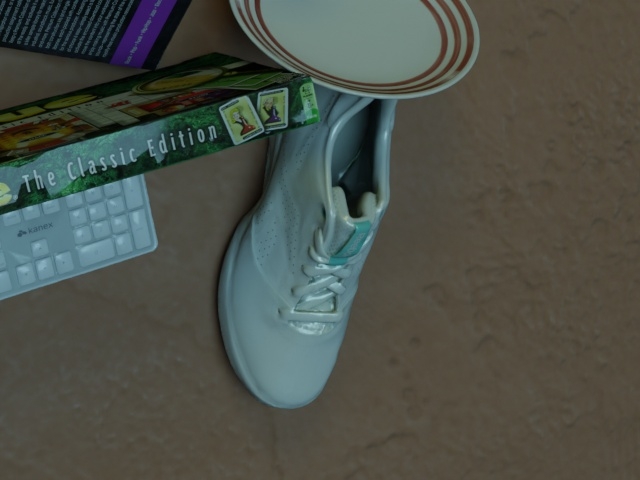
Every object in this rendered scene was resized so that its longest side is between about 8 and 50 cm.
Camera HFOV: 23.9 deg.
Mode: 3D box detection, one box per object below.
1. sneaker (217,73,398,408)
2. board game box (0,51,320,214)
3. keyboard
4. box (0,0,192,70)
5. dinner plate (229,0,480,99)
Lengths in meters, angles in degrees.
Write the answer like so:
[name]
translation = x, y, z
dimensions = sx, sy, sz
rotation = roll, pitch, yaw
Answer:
[sneaker]
translation = 0.000, 0.000, 0.851
dimensions = 0.080, 0.094, 0.212
rotation = 5, 100, -27
[board game box]
translation = -0.144, -0.045, 0.751
dimensions = 0.259, 0.136, 0.030
rotation = -18, 106, -21
[keyboard]
translation = -0.211, 0.009, 0.800
dimensions = 0.256, 0.014, 0.072
rotation = -18, 109, -20
[box]
translation = -0.141, -0.138, 0.745
dimensions = 0.162, 0.116, 0.029
rotation = 5, 60, -24
[dinner plate]
translation = 0.017, -0.121, 0.823
dimensions = 0.141, 0.141, 0.017
rotation = -6, 141, -24
